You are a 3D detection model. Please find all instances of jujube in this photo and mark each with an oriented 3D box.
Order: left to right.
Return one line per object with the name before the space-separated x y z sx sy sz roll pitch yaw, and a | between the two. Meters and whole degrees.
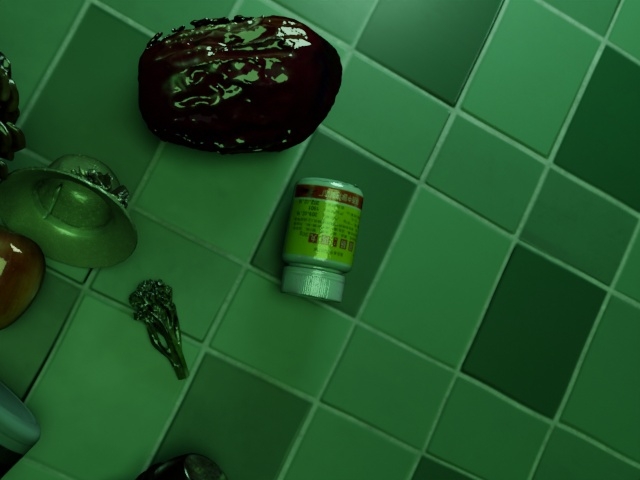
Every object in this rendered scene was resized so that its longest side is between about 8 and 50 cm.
jujube | -0.149 -0.288 1.605 0.377 0.258 0.258 -4 88 -9

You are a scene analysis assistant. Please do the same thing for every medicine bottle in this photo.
medicine bottle | 0.000 0.000 1.667 0.139 0.139 0.225 12 84 -14

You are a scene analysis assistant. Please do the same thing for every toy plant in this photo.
toy plant | -0.286 0.493 1.555 0.218 0.175 0.235 43 103 -15

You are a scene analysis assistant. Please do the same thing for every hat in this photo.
hat | -0.437 -0.079 1.548 0.257 0.257 0.130 22 49 -13

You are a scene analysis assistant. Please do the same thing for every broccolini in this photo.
broccolini | -0.287 0.166 1.619 0.091 0.068 0.202 -32 96 -34

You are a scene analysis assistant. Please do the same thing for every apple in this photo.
apple | -0.573 0.064 1.499 0.199 0.199 0.199 1 86 -15

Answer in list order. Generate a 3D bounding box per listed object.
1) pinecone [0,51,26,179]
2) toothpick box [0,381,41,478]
pinecone | -0.675 -0.244 1.357 0.398 0.398 0.397 1 86 -15
toothpick box | -0.676 0.371 1.427 0.263 0.263 0.354 43 78 -9
